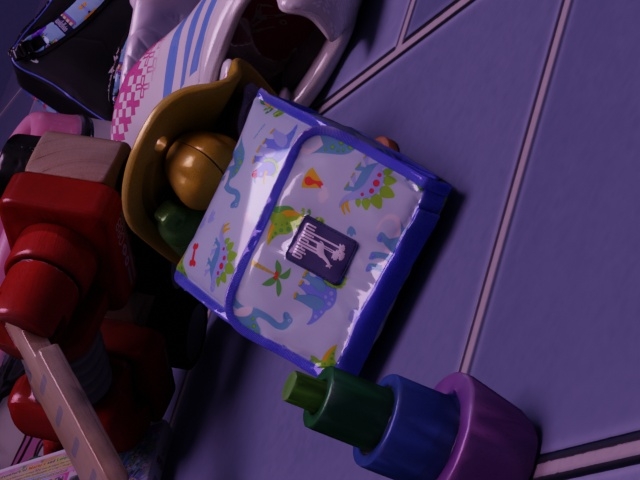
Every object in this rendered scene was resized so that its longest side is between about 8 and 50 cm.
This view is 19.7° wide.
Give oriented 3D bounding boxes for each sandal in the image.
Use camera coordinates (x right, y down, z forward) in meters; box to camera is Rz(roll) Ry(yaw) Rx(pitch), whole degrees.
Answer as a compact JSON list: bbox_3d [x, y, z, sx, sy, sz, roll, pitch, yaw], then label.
[{"bbox_3d":[-0.146,-0.220,1.771,0.076,0.102,0.265,-18,52,65],"label":"sandal"}]

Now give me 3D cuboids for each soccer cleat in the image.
[{"bbox_3d":[-0.077,-0.106,1.366,0.331,0.116,0.143,-51,21,41],"label":"soccer cleat"}]

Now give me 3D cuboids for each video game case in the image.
[{"bbox_3d":[-0.186,0.193,1.285,0.157,0.019,0.143,-19,27,18],"label":"video game case"}]

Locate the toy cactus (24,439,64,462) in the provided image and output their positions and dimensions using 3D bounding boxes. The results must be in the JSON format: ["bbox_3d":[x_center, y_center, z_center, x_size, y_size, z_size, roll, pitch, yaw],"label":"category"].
[{"bbox_3d":[-0.257,0.224,1.419,0.180,0.112,0.219,32,89,34],"label":"toy cactus"}]

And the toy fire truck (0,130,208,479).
[{"bbox_3d":[-0.155,0.081,1.217,0.217,0.158,0.246,85,-160,-47],"label":"toy fire truck"}]

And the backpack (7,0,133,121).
[{"bbox_3d":[-0.211,-0.200,1.871,0.173,0.158,0.117,-57,-5,-17],"label":"backpack"}]

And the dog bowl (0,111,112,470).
[{"bbox_3d":[-0.255,0.067,1.634,0.408,0.150,0.408,-56,19,31],"label":"dog bowl"}]

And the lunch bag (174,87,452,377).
[{"bbox_3d":[0.000,0.000,1.030,0.151,0.096,0.129,34,101,51],"label":"lunch bag"}]

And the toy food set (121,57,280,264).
[{"bbox_3d":[-0.041,-0.028,1.164,0.128,0.071,0.218,-57,-25,-4],"label":"toy food set"}]

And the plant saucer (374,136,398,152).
[{"bbox_3d":[0.022,-0.026,1.125,0.083,0.013,0.083,-55,20,32],"label":"plant saucer"}]

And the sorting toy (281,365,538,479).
[{"bbox_3d":[-0.021,0.212,0.732,0.127,0.126,0.365,-27,43,66],"label":"sorting toy"}]
